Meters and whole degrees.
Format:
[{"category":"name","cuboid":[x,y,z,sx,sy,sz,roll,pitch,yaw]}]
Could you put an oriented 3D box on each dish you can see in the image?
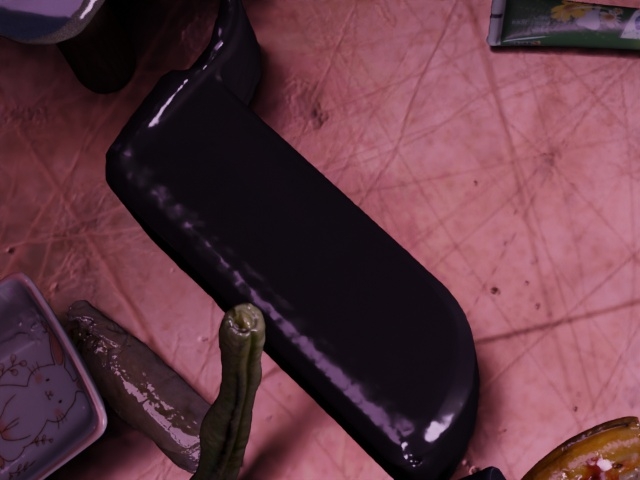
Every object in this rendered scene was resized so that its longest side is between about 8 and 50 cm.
[{"category":"dish","cuboid":[-0.271,0.145,1.529,0.234,0.064,0.154,-37,74,21]}]

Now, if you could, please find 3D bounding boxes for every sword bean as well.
[{"category":"sword bean","cuboid":[-0.075,0.144,1.425,0.043,0.269,0.038,-13,50,-26]}]

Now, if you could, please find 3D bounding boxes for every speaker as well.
[{"category":"speaker","cuboid":[0.000,0.000,1.463,0.184,0.180,0.388,-44,75,-5]}]

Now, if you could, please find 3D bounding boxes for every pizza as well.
[{"category":"pizza","cuboid":[0.211,0.247,1.444,0.185,0.036,0.176,-36,75,2]}]

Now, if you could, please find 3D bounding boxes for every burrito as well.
[{"category":"burrito","cuboid":[-0.143,0.124,1.529,0.188,0.045,0.058,41,102,12]}]

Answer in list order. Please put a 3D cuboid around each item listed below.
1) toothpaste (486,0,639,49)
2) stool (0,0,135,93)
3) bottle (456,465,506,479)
[{"category":"toothpaste","cuboid":[0.238,-0.174,1.524,0.204,0.031,0.049,6,79,13]},{"category":"stool","cuboid":[-0.236,-0.312,1.541,0.310,0.226,0.310,27,86,15]},{"category":"bottle","cuboid":[0.038,0.252,1.439,0.244,0.072,0.082,-23,56,17]}]
